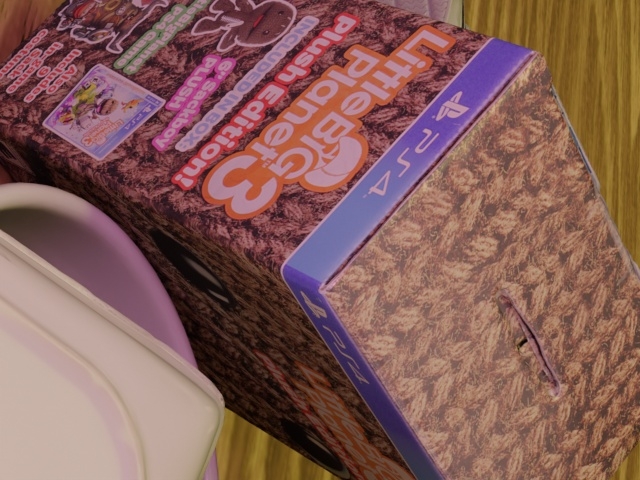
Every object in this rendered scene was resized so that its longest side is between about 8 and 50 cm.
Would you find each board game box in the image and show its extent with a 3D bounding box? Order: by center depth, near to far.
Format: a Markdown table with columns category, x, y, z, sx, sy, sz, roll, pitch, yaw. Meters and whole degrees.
| category | x | y | z | sx | sy | sz | roll | pitch | yaw |
| --- | --- | --- | --- | --- | --- | --- | --- | --- | --- |
| board game box | 0.000 | 0.000 | 0.855 | 0.141 | 0.291 | 0.232 | -47 | 132 | -17 |

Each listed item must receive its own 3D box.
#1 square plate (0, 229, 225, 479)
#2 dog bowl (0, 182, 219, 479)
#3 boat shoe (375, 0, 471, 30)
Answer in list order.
| category | x | y | z | sx | sy | sz | roll | pitch | yaw |
| --- | --- | --- | --- | --- | --- | --- | --- | --- | --- |
| square plate | -0.193 | 0.105 | 0.539 | 0.344 | 0.049 | 0.347 | 41 | 55 | -29 |
| dog bowl | -0.151 | 0.112 | 0.745 | 0.265 | 0.104 | 0.265 | -9 | 90 | -66 |
| boat shoe | 0.055 | -0.133 | 1.287 | 0.119 | 0.121 | 0.335 | -43 | 132 | -70 |
